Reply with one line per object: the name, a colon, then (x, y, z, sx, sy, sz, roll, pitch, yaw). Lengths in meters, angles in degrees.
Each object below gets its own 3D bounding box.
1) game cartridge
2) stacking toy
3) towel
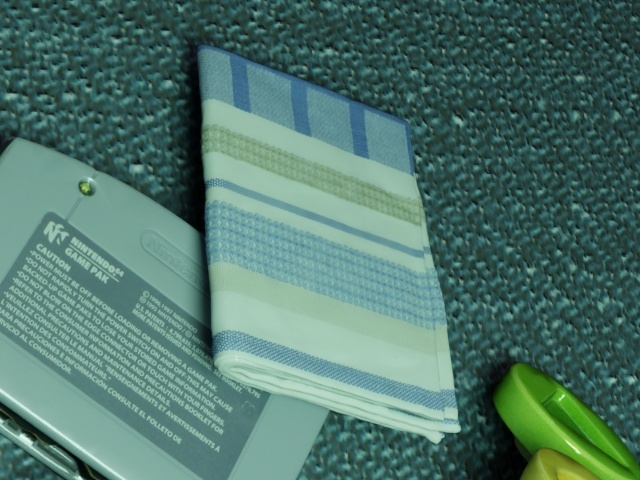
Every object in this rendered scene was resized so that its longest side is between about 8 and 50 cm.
game cartridge: (-0.131, 0.072, 1.251, 0.294, 0.060, 0.196, 39, 57, -14)
stacking toy: (0.211, 0.245, 1.357, 0.309, 0.130, 0.279, 36, 14, -22)
towel: (0.000, 0.000, 1.337, 0.209, 0.034, 0.285, 19, 48, -32)
